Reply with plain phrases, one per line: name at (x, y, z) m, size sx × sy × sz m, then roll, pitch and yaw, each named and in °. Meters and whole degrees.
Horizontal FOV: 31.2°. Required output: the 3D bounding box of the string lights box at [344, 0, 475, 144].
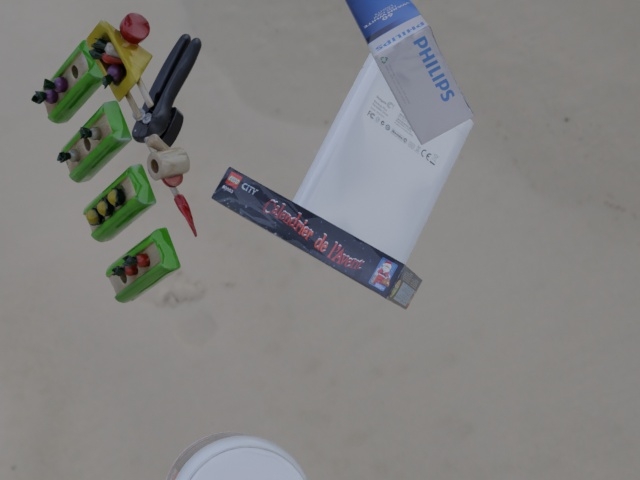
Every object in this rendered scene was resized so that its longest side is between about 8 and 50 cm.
string lights box at (0.105, -0.238, 1.431) m, size 0.076 × 0.133 × 0.260 m, roll -28°, pitch 28°, yaw 7°

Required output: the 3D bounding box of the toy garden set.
toy garden set at (-0.198, -0.080, 1.099) m, size 0.049 × 0.244 × 0.204 m, roll -16°, pitch -10°, yaw -39°

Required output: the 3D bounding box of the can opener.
can opener at (-0.235, -0.229, 1.746) m, size 0.059 × 0.073 × 0.186 m, roll 19°, pitch 88°, yaw 28°

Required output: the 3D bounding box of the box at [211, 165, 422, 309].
box at (0.000, 0.000, 1.329) m, size 0.233 × 0.159 × 0.044 m, roll 30°, pitch 90°, yaw 15°

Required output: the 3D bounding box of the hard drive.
hard drive at (0.103, -0.117, 1.975) m, size 0.047 × 0.233 × 0.353 m, roll -3°, pitch 56°, yaw 61°

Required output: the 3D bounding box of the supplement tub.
supplement tub at (-0.114, 0.358, 1.549) m, size 0.191 × 0.191 × 0.272 m, roll -39°, pitch 0°, yaw -13°
